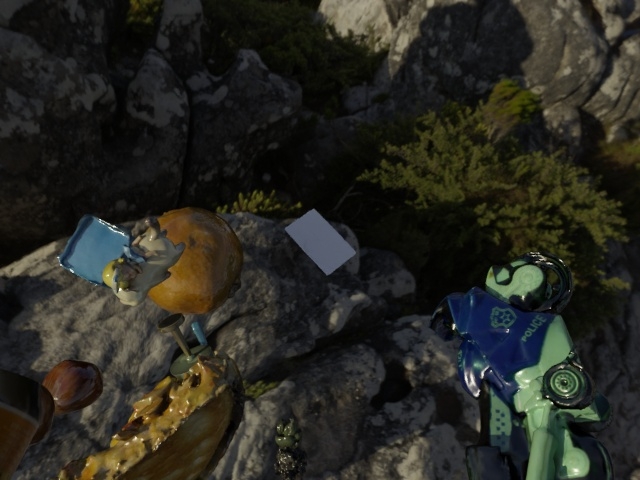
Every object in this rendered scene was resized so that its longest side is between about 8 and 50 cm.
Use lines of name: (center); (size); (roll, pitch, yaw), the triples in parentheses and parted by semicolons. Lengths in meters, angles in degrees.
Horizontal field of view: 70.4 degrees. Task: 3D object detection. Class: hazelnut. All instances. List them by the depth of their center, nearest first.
hazelnut: (-0.863, 0.499, 1.310); (0.204, 0.178, 0.178); (-11, 73, 17)
hazelnut: (-0.877, 0.524, 1.615); (0.186, 0.210, 0.210); (39, 51, -56)

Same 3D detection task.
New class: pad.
pad: (0.000, 0.000, 1.600); (0.156, 0.004, 0.232); (-36, 76, -30)

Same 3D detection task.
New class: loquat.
loquat: (-0.384, 0.062, 1.363); (0.329, 0.328, 0.328); (7, 70, -20)

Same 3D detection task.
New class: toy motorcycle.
toy motorcycle: (0.236, 0.167, 0.570); (0.125, 0.196, 0.331); (39, 45, -38)

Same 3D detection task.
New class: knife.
knife: (-0.405, 0.405, 1.624); (0.032, 0.058, 0.244); (-21, 81, -19)

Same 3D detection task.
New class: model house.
model house: (-0.832, 0.067, 1.811); (0.216, 0.303, 0.237); (24, 74, 9)

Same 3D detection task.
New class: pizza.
pizza: (-0.210, 0.278, 0.562); (0.288, 0.251, 0.074); (-34, 57, -24)

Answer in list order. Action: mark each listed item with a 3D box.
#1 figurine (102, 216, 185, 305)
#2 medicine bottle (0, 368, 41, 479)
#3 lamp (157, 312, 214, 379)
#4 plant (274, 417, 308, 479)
figurine: (-0.171, 0.019, 0.422); (0.047, 0.050, 0.083); (26, 78, 26)
medicine bottle: (-0.508, 0.330, 0.506); (0.243, 0.242, 0.395); (18, 54, -16)
lamp: (-0.353, 0.302, 1.209); (0.121, 0.121, 0.214); (-33, 113, -28)
plant: (-0.072, 0.493, 1.079); (0.085, 0.087, 0.174); (1, 106, 11)
